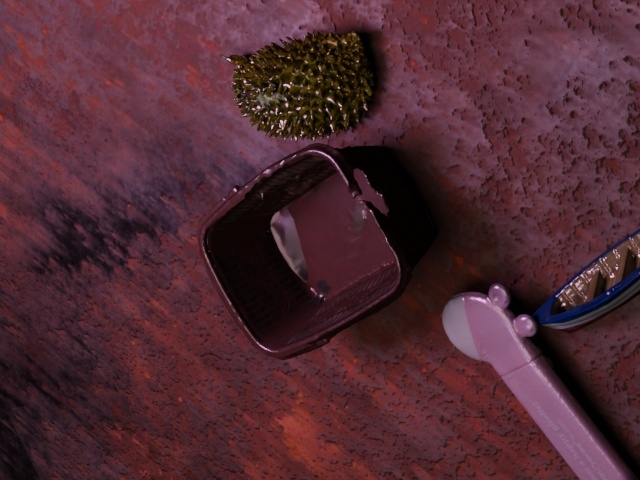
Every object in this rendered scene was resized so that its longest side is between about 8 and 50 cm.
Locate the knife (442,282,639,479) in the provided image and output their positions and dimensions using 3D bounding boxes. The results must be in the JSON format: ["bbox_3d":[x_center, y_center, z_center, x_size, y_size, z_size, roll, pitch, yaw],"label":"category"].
[{"bbox_3d":[0.290,0.215,1.471,0.398,0.038,0.132,53,142,1],"label":"knife"}]

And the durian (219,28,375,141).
[{"bbox_3d":[-0.038,-0.175,1.500,0.220,0.095,0.137,-2,110,45],"label":"durian"}]

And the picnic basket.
[{"bbox_3d":[0.000,0.000,1.533,0.297,0.129,0.222,-32,89,42],"label":"picnic basket"}]

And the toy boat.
[{"bbox_3d":[0.309,0.048,1.359,0.046,0.080,0.229,29,141,-12],"label":"toy boat"}]
